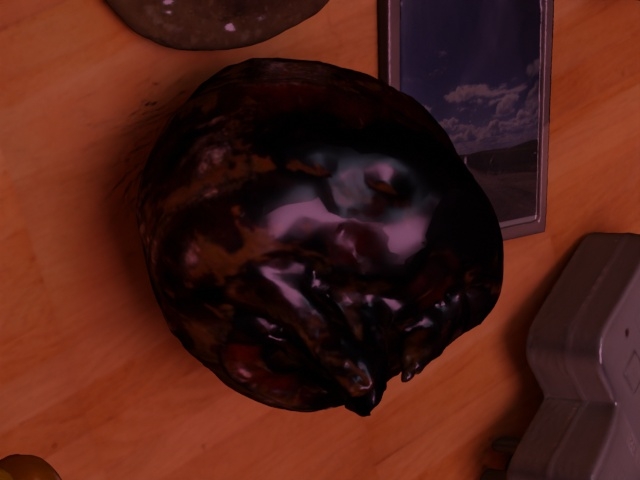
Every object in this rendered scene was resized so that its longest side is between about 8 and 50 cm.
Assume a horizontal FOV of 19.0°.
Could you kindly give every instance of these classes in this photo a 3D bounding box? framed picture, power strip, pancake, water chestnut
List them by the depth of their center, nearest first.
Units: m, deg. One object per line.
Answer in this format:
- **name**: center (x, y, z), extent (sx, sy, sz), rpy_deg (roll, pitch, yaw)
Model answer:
- **pancake**: center (-0.062, -0.250, 1.396), extent (0.241, 0.050, 0.242), rpy_deg (-10, 115, -22)
- **water chestnut**: center (0.000, 0.000, 1.425), extent (0.289, 0.244, 0.289), rpy_deg (-11, 107, -40)
- **framed picture**: center (0.124, -0.116, 1.647), extent (0.189, 0.023, 0.260), rpy_deg (-11, 109, -35)
- **power strip**: center (0.253, 0.152, 1.776), extent (0.261, 0.141, 0.229), rpy_deg (-55, 131, -33)

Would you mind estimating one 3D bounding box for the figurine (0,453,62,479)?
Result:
- **figurine**: center (-0.265, 0.204, 1.273), extent (0.215, 0.228, 0.215), rpy_deg (-21, 124, -34)
